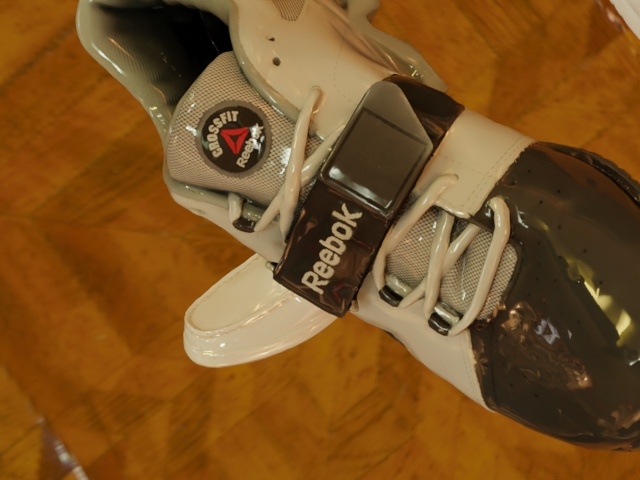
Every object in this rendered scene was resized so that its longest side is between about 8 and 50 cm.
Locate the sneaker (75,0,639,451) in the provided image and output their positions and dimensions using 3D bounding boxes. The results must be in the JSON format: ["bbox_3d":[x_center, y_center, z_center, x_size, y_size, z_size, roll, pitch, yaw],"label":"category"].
[{"bbox_3d":[0.012,-0.019,0.780,0.330,0.146,0.122,40,117,36],"label":"sneaker"}]

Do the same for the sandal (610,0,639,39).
[{"bbox_3d":[0.296,-0.157,1.356,0.102,0.076,0.265,-43,101,-31],"label":"sandal"}]

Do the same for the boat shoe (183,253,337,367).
[{"bbox_3d":[0.000,0.000,1.505,0.277,0.098,0.096,-32,129,-13],"label":"boat shoe"}]
